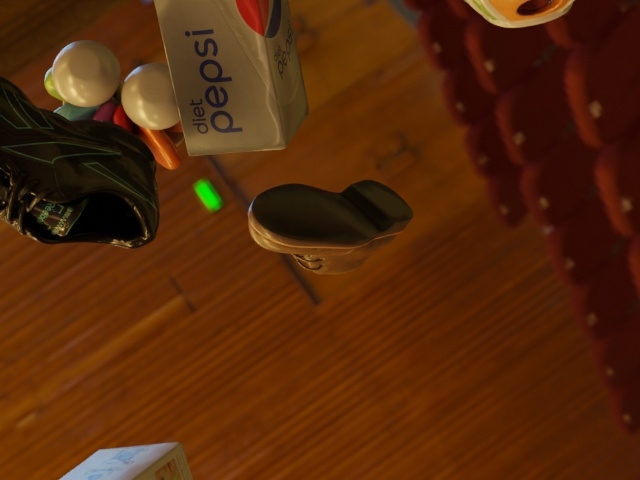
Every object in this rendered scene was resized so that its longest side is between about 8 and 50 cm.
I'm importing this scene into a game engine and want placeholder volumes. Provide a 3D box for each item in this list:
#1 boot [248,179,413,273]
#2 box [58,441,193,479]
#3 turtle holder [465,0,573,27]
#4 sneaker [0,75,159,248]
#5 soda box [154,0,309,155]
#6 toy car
[{"bbox_3d":[0.000,0.000,1.808,0.112,0.115,0.305,47,-156,21],"label":"boot"},{"bbox_3d":[-0.200,0.274,1.316,0.203,0.103,0.114,-33,-71,-55],"label":"box"},{"bbox_3d":[0.214,-0.398,1.799,0.320,0.243,0.227,35,146,47],"label":"turtle holder"},{"bbox_3d":[-0.242,-0.062,1.193,0.267,0.101,0.106,13,-142,-32],"label":"sneaker"},{"bbox_3d":[-0.088,-0.222,1.304,0.091,0.098,0.286,-61,-35,-61],"label":"soda box"},{"bbox_3d":[-0.231,-0.132,1.675,0.182,0.136,0.159,18,168,0],"label":"toy car"}]
